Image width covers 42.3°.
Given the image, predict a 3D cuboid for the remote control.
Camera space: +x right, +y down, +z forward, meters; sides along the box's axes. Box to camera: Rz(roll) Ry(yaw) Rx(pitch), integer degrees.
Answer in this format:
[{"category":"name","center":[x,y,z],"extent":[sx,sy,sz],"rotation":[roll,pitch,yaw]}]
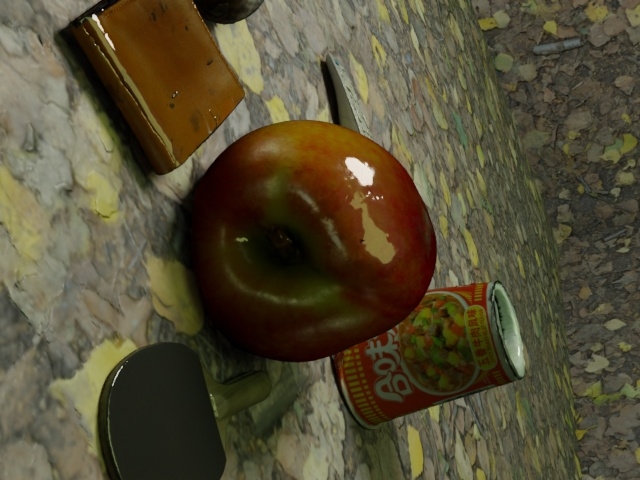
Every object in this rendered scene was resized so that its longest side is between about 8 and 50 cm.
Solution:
[{"category":"remote control","center":[0.048,-0.180,1.281],"extent":[0.073,0.044,0.229],"rotation":[11,58,-69]}]

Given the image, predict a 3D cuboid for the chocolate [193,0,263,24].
[{"category":"chocolate","center":[-0.090,-0.328,0.963],"extent":[0.110,0.110,0.248],"rotation":[65,24,-23]}]

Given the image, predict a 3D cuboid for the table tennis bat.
[{"category":"table tennis bat","center":[-0.107,0.150,0.722],"extent":[0.246,0.022,0.138],"rotation":[-10,85,-67]}]

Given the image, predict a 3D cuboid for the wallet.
[{"category":"wallet","center":[-0.153,-0.167,0.795],"extent":[0.161,0.042,0.195],"rotation":[60,28,-24]}]

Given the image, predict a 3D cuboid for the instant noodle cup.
[{"category":"instant noodle cup","center":[0.145,0.136,1.077],"extent":[0.193,0.212,0.193],"rotation":[47,35,-48]}]

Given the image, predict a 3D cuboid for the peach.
[{"category":"peach","center":[0.000,0.000,0.870],"extent":[0.274,0.245,0.248],"rotation":[-49,151,-76]}]
